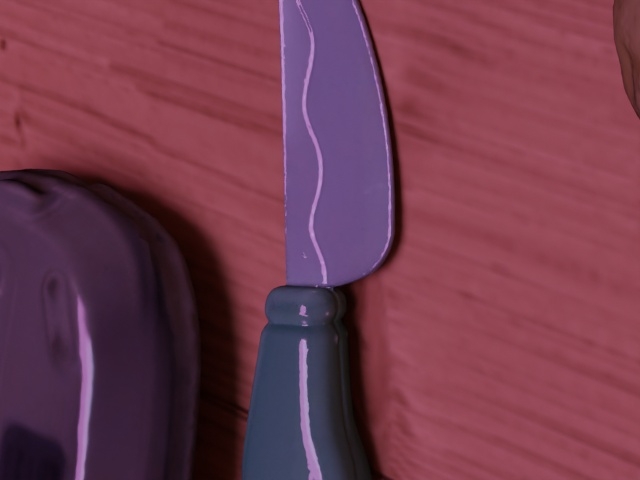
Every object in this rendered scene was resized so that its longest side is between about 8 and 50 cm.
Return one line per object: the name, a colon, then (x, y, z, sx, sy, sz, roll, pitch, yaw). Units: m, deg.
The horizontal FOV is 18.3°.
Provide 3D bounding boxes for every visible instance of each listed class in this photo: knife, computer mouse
knife: (0.001, 0.001, 0.785, 0.063, 0.035, 0.260, 9, 102, 39)
computer mouse: (-0.131, 0.132, 0.897, 0.197, 0.095, 0.331, 20, 103, 39)

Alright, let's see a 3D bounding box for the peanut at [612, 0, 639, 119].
peanut: (0.205, -0.085, 0.500, 0.319, 0.147, 0.147, -13, 89, 49)
